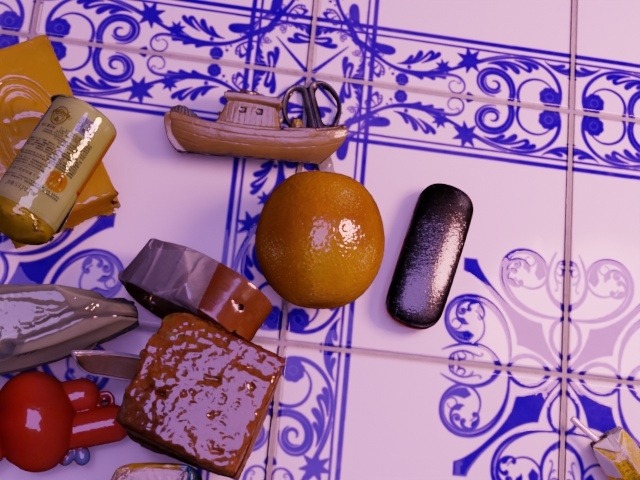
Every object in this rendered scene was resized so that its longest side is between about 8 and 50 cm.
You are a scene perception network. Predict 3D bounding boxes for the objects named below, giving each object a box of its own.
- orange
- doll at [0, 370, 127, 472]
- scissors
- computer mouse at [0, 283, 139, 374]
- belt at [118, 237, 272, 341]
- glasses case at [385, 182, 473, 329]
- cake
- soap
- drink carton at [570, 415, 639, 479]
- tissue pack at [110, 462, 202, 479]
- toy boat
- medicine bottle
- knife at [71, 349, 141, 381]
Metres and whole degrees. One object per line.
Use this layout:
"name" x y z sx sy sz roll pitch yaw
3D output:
"orange" 0.000 0.000 1.761 0.236 0.236 0.236 2 75 -8
"doll" -0.446 0.284 1.667 0.290 0.130 0.161 -9 74 -16
"scissors" 0.007 -0.144 1.903 0.109 0.022 0.300 -12 78 -7
"computer mouse" -0.499 0.142 1.651 0.429 0.228 0.145 1 80 -9
"belt" -0.203 0.086 1.706 0.261 0.184 0.105 24 70 31
"glasses case" 0.191 0.026 1.858 0.103 0.067 0.267 21 72 -3
"cake" -0.175 0.246 1.632 0.198 0.293 0.196 21 74 4
"soap" -0.489 -0.166 1.798 0.204 0.096 0.324 -24 80 -14
"drink carton" 0.508 0.369 1.804 0.074 0.084 0.200 -33 82 9
"tissue pack" -0.240 0.433 1.583 0.134 0.271 0.192 -4 74 -5
"toy boat" -0.113 -0.200 1.855 0.321 0.089 0.121 5 90 -1
"medicine bottle" -0.427 -0.105 1.681 0.124 0.124 0.239 27 73 0
"knife" -0.287 0.204 1.695 0.256 0.022 0.046 18 101 -39
